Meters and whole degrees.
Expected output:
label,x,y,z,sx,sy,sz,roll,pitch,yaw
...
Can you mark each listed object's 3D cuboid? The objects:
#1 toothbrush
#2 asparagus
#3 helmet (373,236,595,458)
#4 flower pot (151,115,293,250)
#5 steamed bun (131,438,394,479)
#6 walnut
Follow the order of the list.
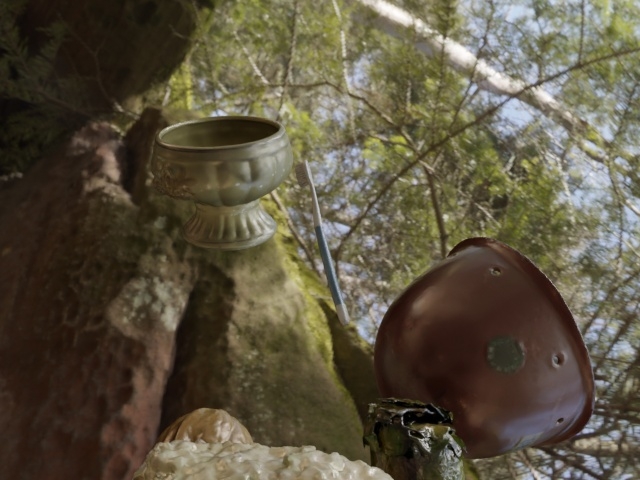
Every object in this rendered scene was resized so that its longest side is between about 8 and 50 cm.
label,x,y,z,sx,sy,sz,roll,pitch,yaw
toothbrush,0.000,0.000,1.068,0.025,0.019,0.276,-20,-111,15
asparagus,0.124,0.387,0.859,0.108,0.128,0.382,161,-74,-70
helmet,0.198,0.197,1.065,0.338,0.230,0.385,61,-27,17
flower pot,-0.210,-0.124,1.525,0.307,0.307,0.244,21,-58,44
steamed bun,-0.005,0.186,0.352,0.225,0.170,0.200,-3,-139,7
walnut,-0.243,0.460,1.392,0.225,0.225,0.261,-34,-159,31
